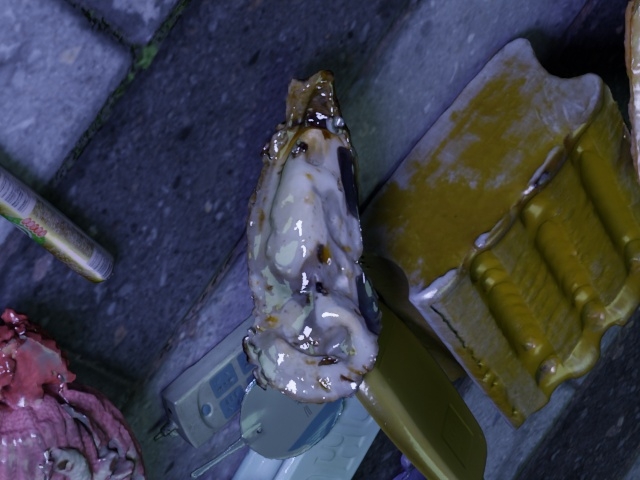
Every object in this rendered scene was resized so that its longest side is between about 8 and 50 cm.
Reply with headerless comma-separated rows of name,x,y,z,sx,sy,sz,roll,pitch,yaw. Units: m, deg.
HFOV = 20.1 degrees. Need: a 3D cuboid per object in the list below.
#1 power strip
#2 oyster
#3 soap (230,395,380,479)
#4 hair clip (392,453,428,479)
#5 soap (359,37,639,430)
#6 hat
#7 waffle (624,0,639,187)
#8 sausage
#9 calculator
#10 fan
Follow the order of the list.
power strip,-0.072,0.119,1.727,0.227,0.029,0.080,-41,142,-18
oyster,-0.003,0.000,1.633,0.078,0.129,0.345,-56,151,-58
soap,-0.002,0.196,1.840,0.119,0.066,0.198,17,104,-55
hair clip,0.127,0.300,2.088,0.124,0.052,0.195,-15,134,-35
soap,0.209,0.002,1.851,0.293,0.156,0.335,-49,144,-5
hat,-0.253,0.190,1.505,0.237,0.107,0.286,-8,123,-26
waffle,0.401,-0.188,1.854,0.308,0.091,0.213,-39,127,-55
sausage,-0.233,-0.025,1.423,0.033,0.033,0.269,-52,144,-4
calculator,0.097,0.159,1.786,0.033,0.236,0.157,-33,-164,24
fan,-0.053,0.179,1.743,0.175,0.005,0.113,-35,124,-11
